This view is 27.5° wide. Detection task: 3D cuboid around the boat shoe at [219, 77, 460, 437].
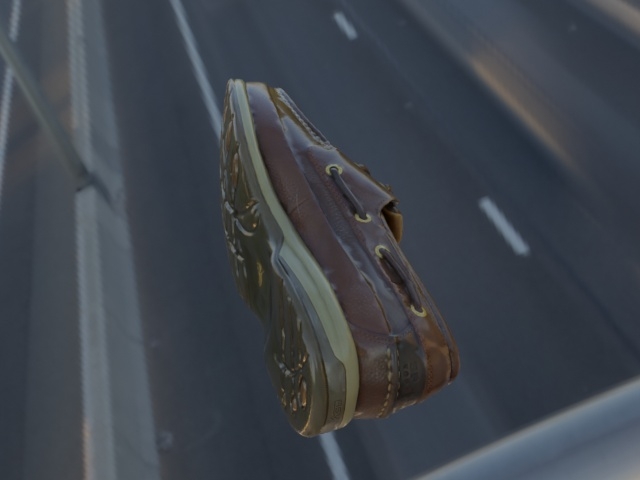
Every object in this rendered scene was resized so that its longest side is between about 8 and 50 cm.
[{"bbox_3d":[0.000,0.000,0.495,0.060,0.064,0.178,-6,41,-16],"label":"boat shoe"}]
